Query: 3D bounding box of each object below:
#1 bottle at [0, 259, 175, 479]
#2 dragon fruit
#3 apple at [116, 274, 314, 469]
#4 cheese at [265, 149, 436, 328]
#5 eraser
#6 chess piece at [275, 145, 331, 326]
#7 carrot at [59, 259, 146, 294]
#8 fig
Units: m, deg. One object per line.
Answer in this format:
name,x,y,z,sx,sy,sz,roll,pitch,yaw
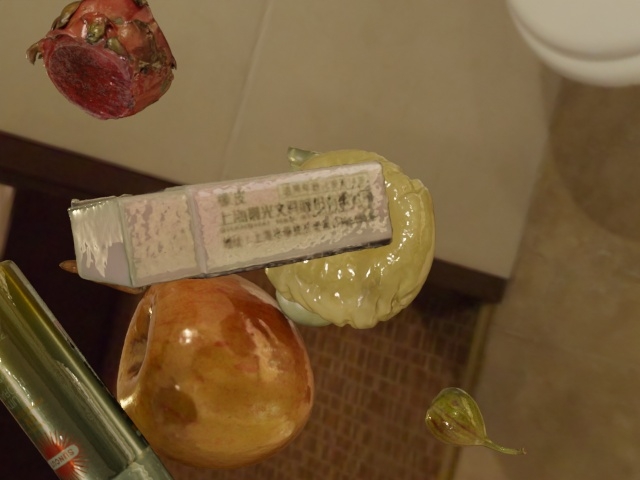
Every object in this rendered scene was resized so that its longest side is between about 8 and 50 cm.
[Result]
bottle,-0.227,0.154,0.930,0.082,0.082,0.286,-35,92,39
dragon fruit,-0.348,-0.294,1.638,0.147,0.211,0.282,-48,-8,-33
apple,-0.152,0.193,1.546,0.299,0.275,0.299,-168,90,-70
cheese,0.043,-0.005,1.332,0.214,0.117,0.226,24,85,19
eraser,-0.080,-0.016,0.977,0.130,0.287,0.086,0,98,55
chess piece,0.000,0.000,1.499,0.144,0.144,0.251,19,100,52
carrot,-0.373,0.060,1.776,0.165,0.035,0.035,14,89,14
fig,0.243,0.301,1.663,0.166,0.093,0.093,28,100,35
